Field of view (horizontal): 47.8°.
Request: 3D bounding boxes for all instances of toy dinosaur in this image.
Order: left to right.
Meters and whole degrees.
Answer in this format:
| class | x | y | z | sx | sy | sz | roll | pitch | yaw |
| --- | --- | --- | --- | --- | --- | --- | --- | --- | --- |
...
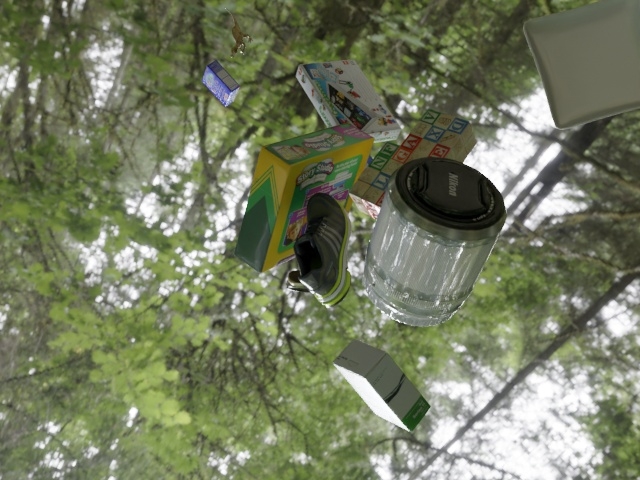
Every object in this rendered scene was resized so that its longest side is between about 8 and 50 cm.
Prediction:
| class | x | y | z | sx | sy | sz | roll | pitch | yaw |
| --- | --- | --- | --- | --- | --- | --- | --- | --- | --- |
| toy dinosaur | -0.272 | -0.686 | 2.401 | 0.092 | 0.053 | 0.183 | 27 | -126 | -61 |

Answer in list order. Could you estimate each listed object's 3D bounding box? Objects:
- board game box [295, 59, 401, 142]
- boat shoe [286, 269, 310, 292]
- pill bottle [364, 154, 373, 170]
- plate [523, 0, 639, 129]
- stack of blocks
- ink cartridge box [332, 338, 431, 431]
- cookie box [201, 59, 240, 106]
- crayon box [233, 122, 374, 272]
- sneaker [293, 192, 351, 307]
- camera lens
| class | x | y | z | sx | sy | sz | roll | pitch | yaw |
| --- | --- | --- | --- | --- | --- | --- | --- | --- | --- |
| board game box | 0.079 | -0.403 | 2.092 | 0.193 | 0.053 | 0.305 | -12 | -122 | -28 |
| boat shoe | -0.014 | 0.106 | 1.808 | 0.152 | 0.049 | 0.056 | 9 | -132 | -19 |
| pill bottle | 0.115 | -0.255 | 2.542 | 0.272 | 0.152 | 0.152 | 45 | -158 | -35 |
| plate | 0.641 | -0.414 | 1.682 | 0.045 | 0.277 | 0.278 | 58 | -162 | -80 |
| stack of blocks | 0.229 | -0.180 | 1.778 | 0.171 | 0.297 | 0.087 | 27 | 164 | 36 |
| ink cartridge box | 0.147 | 0.348 | 1.749 | 0.208 | 0.087 | 0.153 | 52 | 160 | -25 |
| cookie box | -0.294 | -0.463 | 2.132 | 0.107 | 0.092 | 0.040 | 48 | -116 | 0 |
| crayon box | -0.039 | -0.118 | 1.859 | 0.106 | 0.313 | 0.363 | 32 | -147 | 24 |
| sneaker | 0.000 | 0.000 | 1.659 | 0.121 | 0.111 | 0.300 | 38 | -145 | -42 |
| camera lens | 0.207 | 0.000 | 1.352 | 0.219 | 0.274 | 0.219 | 8 | -138 | -7 |
